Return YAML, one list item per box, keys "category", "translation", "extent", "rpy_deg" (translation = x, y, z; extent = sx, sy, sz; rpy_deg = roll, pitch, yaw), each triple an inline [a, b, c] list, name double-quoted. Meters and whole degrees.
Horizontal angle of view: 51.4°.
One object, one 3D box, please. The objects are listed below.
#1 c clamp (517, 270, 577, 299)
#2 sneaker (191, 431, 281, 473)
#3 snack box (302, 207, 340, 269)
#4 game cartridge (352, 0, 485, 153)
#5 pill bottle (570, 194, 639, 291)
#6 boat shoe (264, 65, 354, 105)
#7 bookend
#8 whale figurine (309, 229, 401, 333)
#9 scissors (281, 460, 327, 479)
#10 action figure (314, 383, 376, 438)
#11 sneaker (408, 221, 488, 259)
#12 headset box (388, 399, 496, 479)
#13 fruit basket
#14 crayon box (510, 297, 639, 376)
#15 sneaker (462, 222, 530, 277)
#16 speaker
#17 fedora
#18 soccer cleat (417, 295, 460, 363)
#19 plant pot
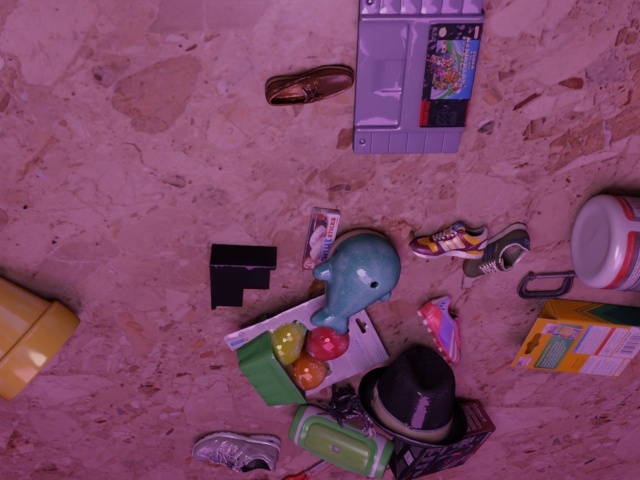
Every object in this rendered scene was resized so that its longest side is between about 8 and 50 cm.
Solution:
- category: "c clamp"
  translation: [0.580, 0.101, 1.679]
  extent: [0.160, 0.022, 0.137]
  rpy_deg: [-7, 136, 2]
- category: "sneaker"
  translation: [-0.265, 0.672, 2.081]
  extent: [0.281, 0.115, 0.105]
  rpy_deg: [-2, 131, 0]
- category: "snack box"
  translation: [0.000, 0.000, 1.567]
  extent: [0.064, 0.022, 0.178]
  rpy_deg: [5, 130, -8]
- category: "game cartridge"
  translation: [0.181, -0.322, 1.272]
  extent: [0.230, 0.068, 0.355]
  rpy_deg: [2, 131, 2]
- category: "pill bottle"
  translation: [0.772, 0.017, 1.484]
  extent: [0.362, 0.210, 0.210]
  rpy_deg: [6, 131, -6]
- category: "boat shoe"
  translation: [-0.021, -0.291, 1.288]
  extent: [0.177, 0.060, 0.064]
  rpy_deg: [-9, 131, 6]
- category: "bookend"
  translation: [-0.186, 0.092, 1.608]
  extent: [0.157, 0.072, 0.156]
  rpy_deg: [2, 132, -4]
- category: "whale figurine"
  translation: [0.080, 0.112, 1.553]
  extent: [0.216, 0.141, 0.272]
  rpy_deg: [22, 107, -25]
- category: "scissors"
  translation: [-0.048, 0.786, 2.249]
  extent: [0.109, 0.021, 0.297]
  rpy_deg: [19, 129, -16]
- category: "action figure"
  translation: [0.126, 0.481, 1.903]
  extent: [0.275, 0.164, 0.141]
  rpy_deg: [-11, 123, 0]
- category: "sneaker"
  translation: [0.298, -0.006, 1.550]
  extent: [0.185, 0.070, 0.084]
  rpy_deg: [0, 123, -10]
- category: "headset box"
  translation: [0.366, 0.598, 1.993]
  extent: [0.293, 0.110, 0.218]
  rpy_deg: [-3, 136, -30]
- category: "fruit basket"
  translation: [-0.030, 0.278, 1.752]
  extent: [0.353, 0.165, 0.327]
  rpy_deg: [-28, 128, 1]
- category: "crayon box"
  translation: [0.683, 0.260, 1.777]
  extent: [0.322, 0.083, 0.203]
  rpy_deg: [6, 130, -8]
- category: "sneaker"
  translation: [0.418, 0.044, 1.577]
  extent: [0.064, 0.086, 0.192]
  rpy_deg: [31, 124, -26]
- category: "speaker"
  translation: [0.060, 0.588, 1.951]
  extent: [0.296, 0.131, 0.131]
  rpy_deg: [19, 132, 14]
- category: "fedora"
  translation: [0.259, 0.383, 1.732]
  extent: [0.333, 0.334, 0.153]
  rpy_deg: [12, 112, -12]
- category: "soccer cleat"
  translation: [0.338, 0.240, 1.755]
  extent: [0.095, 0.083, 0.248]
  rpy_deg: [-31, 128, 4]
- category: "plant pot"
  translation: [-0.755, 0.214, 1.597]
  extent: [0.239, 0.254, 0.254]
  rpy_deg: [43, 119, -15]
